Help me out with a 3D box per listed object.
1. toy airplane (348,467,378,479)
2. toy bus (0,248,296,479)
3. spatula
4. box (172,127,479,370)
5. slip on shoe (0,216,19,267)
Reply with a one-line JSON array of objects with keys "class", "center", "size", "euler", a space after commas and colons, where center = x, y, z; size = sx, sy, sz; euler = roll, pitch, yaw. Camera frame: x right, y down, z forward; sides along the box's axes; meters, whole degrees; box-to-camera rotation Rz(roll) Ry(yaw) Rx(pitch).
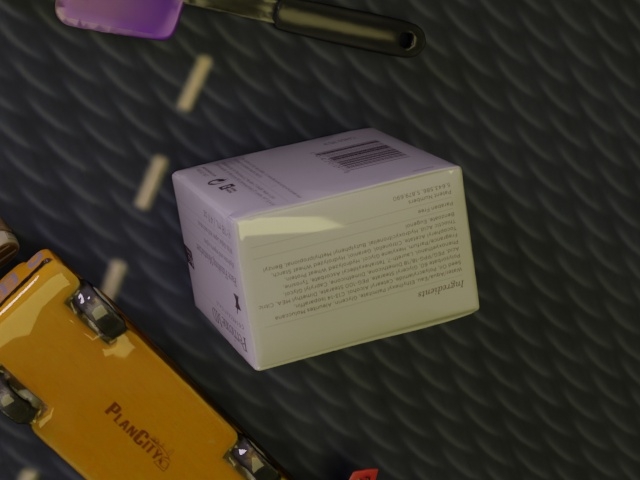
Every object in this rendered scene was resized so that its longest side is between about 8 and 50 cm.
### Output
[{"class": "toy airplane", "center": [0.040, 0.247, 1.337], "size": [0.151, 0.028, 0.151], "euler": [-9, 126, -12]}, {"class": "toy bus", "center": [-0.136, 0.146, 1.200], "size": [0.108, 0.130, 0.333], "euler": [-44, 113, -3]}, {"class": "spatula", "center": [-0.054, -0.182, 1.200], "size": [0.296, 0.030, 0.084], "euler": [8, 98, -21]}, {"class": "box", "center": [0.000, 0.000, 1.184], "size": [0.182, 0.181, 0.119], "euler": [-14, 107, -16]}, {"class": "slip on shoe", "center": [-0.293, 0.026, 1.164], "size": [0.135, 0.051, 0.041], "euler": [-36, 73, 0]}]
